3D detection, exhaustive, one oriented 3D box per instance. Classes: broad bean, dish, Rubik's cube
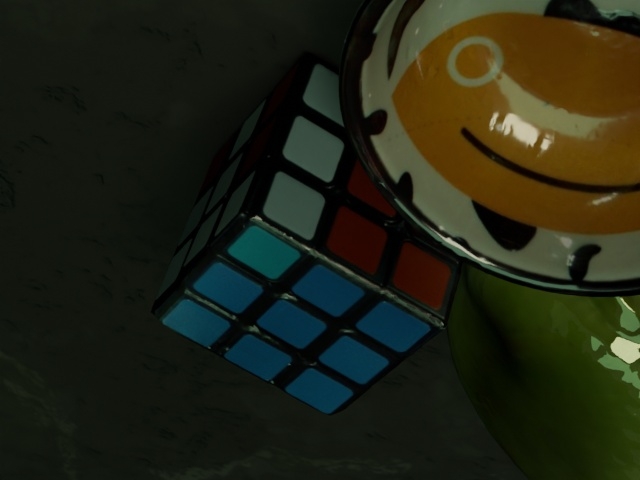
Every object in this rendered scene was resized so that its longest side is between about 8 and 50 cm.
[{"bbox_3d":[0.185,0.085,1.254,0.238,0.119,0.291,19,138,50],"label":"broad bean"},{"bbox_3d":[0.156,-0.105,1.059,0.303,0.120,0.303,13,134,13],"label":"dish"},{"bbox_3d":[0.000,0.000,1.229,0.160,0.163,0.162,30,142,-14],"label":"Rubik's cube"}]
